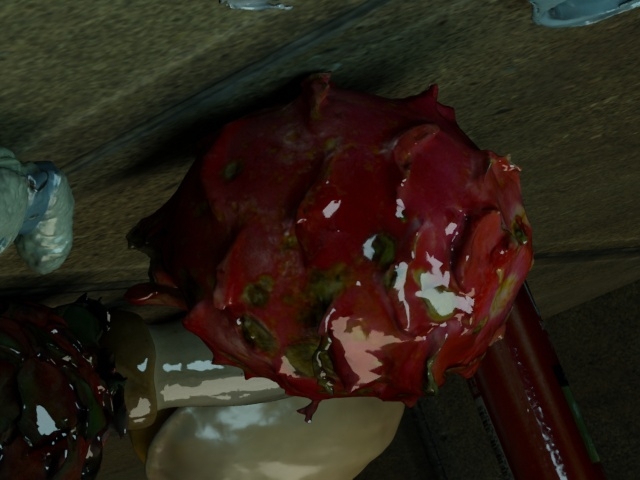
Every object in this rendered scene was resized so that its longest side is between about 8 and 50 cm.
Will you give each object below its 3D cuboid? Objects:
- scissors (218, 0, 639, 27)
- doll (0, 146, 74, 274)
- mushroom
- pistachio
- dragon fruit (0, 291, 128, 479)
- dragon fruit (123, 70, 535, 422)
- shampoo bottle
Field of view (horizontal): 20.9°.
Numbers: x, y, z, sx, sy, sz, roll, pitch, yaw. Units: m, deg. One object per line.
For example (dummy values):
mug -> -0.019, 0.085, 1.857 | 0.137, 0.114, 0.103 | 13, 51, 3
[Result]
scissors -> 0.100, -0.145, 0.927 | 0.360, 0.029, 0.191 | -13, 169, -33
doll -> -0.208, -0.016, 0.914 | 0.103, 0.071, 0.214 | -39, 153, 29
mushroom -> -0.051, 0.089, 1.611 | 0.350, 0.128, 0.128 | -12, 168, -27
pistachio -> -0.054, 0.160, 1.771 | 0.309, 0.230, 0.230 | -10, 167, -25
dragon fruit -> -0.244, 0.133, 1.342 | 0.182, 0.182, 0.188 | -25, 176, 29
dragon fruit -> 0.000, 0.000, 1.070 | 0.268, 0.210, 0.205 | -3, -166, 24
shampoo bottle -> 0.144, 0.080, 1.385 | 0.076, 0.314, 0.118 | -23, 169, 10
